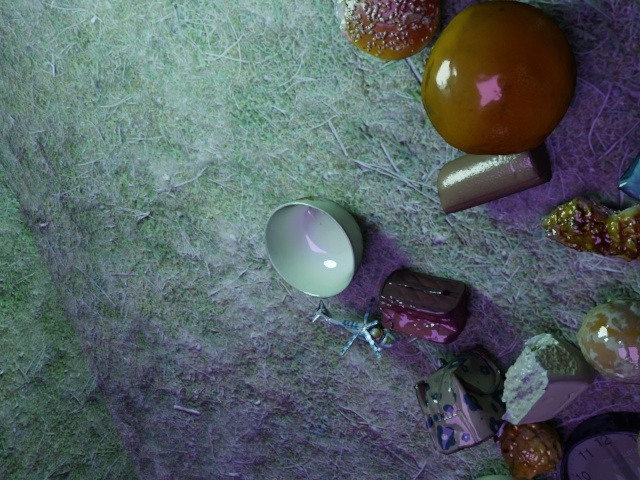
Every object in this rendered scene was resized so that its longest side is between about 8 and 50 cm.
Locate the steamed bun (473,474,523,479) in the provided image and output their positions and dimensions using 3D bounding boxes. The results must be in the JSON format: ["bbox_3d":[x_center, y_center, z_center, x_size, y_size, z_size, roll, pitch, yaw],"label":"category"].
[{"bbox_3d":[0.510,0.786,2.083,0.324,0.206,0.324,17,126,25],"label":"steamed bun"}]

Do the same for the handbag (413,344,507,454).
[{"bbox_3d":[0.364,0.399,1.942,0.190,0.251,0.193,-30,88,34],"label":"handbag"}]

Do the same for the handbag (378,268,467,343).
[{"bbox_3d":[0.261,0.164,1.935,0.225,0.146,0.135,14,128,26],"label":"handbag"}]

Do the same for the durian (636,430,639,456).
[{"bbox_3d":[0.783,0.531,1.701,0.144,0.139,0.252,-1,114,29],"label":"durian"}]

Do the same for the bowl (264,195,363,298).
[{"bbox_3d":[0.000,0.000,2.013,0.277,0.145,0.277,16,125,24],"label":"bowl"}]

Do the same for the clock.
[{"bbox_3d":[0.786,0.601,1.879,0.386,0.076,0.386,16,124,25],"label":"clock"}]

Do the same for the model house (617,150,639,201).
[{"bbox_3d":[0.760,-0.100,1.399,0.360,0.297,0.339,34,166,14],"label":"model house"}]

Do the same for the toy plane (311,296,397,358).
[{"bbox_3d":[0.093,0.255,2.114,0.273,0.182,0.107,-8,143,38],"label":"toy plane"}]

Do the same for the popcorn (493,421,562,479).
[{"bbox_3d":[0.534,0.530,1.963,0.170,0.180,0.180,13,123,11],"label":"popcorn"}]

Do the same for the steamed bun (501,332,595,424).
[{"bbox_3d":[0.521,0.333,1.839,0.225,0.200,0.170,-62,40,39],"label":"steamed bun"}]

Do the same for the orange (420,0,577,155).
[{"bbox_3d":[0.349,-0.314,1.499,0.312,0.312,0.312,16,124,26],"label":"orange"}]

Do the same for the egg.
[{"bbox_3d":[0.681,0.219,1.655,0.233,0.195,0.194,-1,115,32],"label":"egg"}]

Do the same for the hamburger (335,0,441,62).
[{"bbox_3d":[0.149,-0.494,1.629,0.237,0.147,0.236,15,125,23],"label":"hamburger"}]

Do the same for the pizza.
[{"bbox_3d":[0.608,-0.014,1.609,0.305,0.085,0.161,15,152,39],"label":"pizza"}]

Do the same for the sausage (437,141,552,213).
[{"bbox_3d":[0.377,-0.149,1.691,0.253,0.123,0.123,-19,104,39],"label":"sausage"}]
